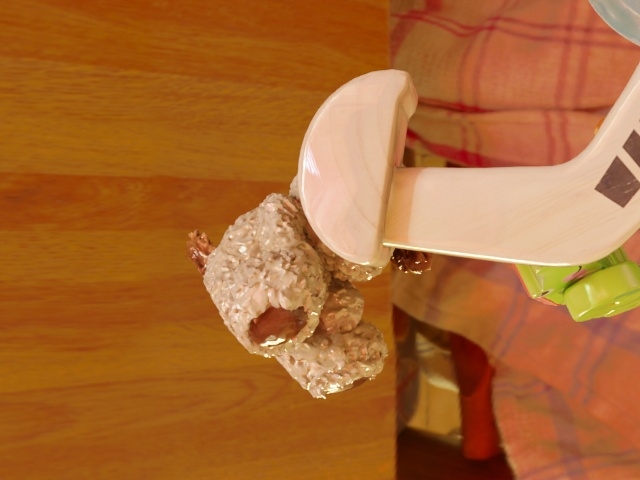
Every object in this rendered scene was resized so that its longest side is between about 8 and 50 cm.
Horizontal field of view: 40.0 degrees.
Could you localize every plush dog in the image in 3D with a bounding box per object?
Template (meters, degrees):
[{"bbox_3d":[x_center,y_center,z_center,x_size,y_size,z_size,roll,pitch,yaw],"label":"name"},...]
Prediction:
[{"bbox_3d":[0.000,0.000,0.865,0.225,0.210,0.262,-43,146,-1],"label":"plush dog"}]

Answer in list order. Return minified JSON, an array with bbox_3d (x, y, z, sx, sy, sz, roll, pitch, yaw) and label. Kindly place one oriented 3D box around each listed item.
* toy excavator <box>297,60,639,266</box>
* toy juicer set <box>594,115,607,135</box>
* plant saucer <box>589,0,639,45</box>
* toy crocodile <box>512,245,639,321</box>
[{"bbox_3d":[0.261,-0.091,0.552,0.433,0.222,0.445,34,93,11],"label":"toy excavator"},{"bbox_3d":[0.419,-0.026,0.949,0.209,0.089,0.329,-1,57,-38],"label":"toy juicer set"},{"bbox_3d":[0.539,-0.420,1.331,0.044,0.317,0.318,-47,116,-25],"label":"plant saucer"},{"bbox_3d":[0.228,0.018,0.784,0.340,0.105,0.115,10,52,-62],"label":"toy crocodile"}]
